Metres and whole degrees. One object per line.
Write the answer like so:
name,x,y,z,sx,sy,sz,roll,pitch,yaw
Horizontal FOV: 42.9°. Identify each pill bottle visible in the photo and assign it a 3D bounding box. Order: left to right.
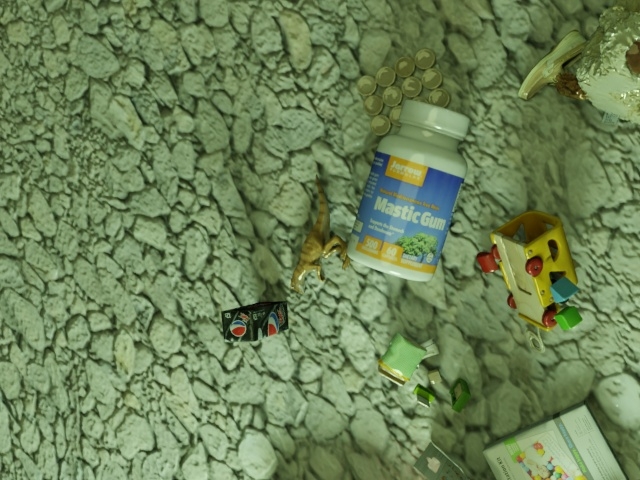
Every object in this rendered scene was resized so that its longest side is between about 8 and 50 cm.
pill bottle,0.150,-0.083,1.326,0.152,0.152,0.272,18,97,17

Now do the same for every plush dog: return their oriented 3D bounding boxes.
plush dog,0.480,-0.303,1.207,0.210,0.262,0.226,27,88,55

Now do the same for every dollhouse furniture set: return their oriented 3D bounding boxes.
dollhouse furniture set,0.170,0.227,1.349,0.151,0.058,0.076,30,105,-4

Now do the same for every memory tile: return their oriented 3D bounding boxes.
memory tile,0.141,-0.255,1.400,0.148,0.012,0.113,-22,84,18

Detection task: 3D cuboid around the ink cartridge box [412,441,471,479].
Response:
ink cartridge box,0.232,0.432,1.292,0.224,0.181,0.056,39,98,14

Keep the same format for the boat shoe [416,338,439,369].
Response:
boat shoe,0.157,0.205,1.391,0.100,0.035,0.035,-30,79,10

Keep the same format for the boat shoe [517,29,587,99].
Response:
boat shoe,0.374,-0.274,1.303,0.045,0.050,0.135,46,104,18

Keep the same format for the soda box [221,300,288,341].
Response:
soda box,-0.109,0.138,1.405,0.060,0.169,0.053,-3,91,18

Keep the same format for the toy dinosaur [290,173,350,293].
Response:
toy dinosaur,0.000,0.000,1.423,0.112,0.064,0.212,21,97,18

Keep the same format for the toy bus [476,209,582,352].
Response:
toy bus,0.351,0.053,1.284,0.104,0.202,0.191,-31,72,-15

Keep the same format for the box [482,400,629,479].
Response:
box,0.379,0.365,1.318,0.186,0.038,0.145,-29,81,17
